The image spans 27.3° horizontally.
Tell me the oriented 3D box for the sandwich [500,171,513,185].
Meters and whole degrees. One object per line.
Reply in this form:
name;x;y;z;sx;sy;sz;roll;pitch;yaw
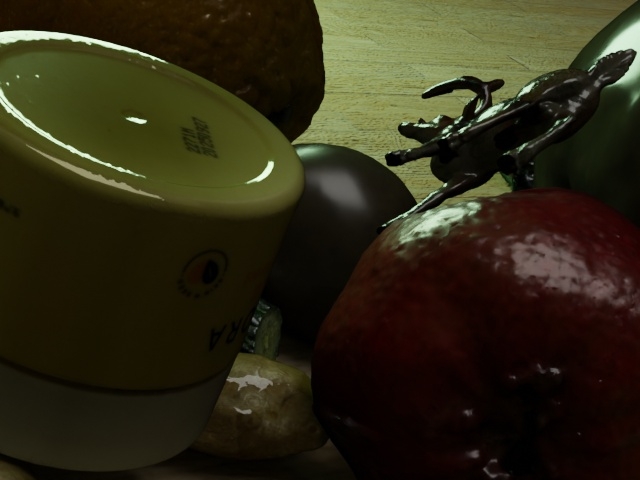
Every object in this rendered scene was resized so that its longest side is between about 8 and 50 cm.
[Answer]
sandwich;0.247;-0.084;1.577;0.029;0.067;0.135;-21;26;-18

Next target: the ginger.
ginger;-0.219;0.093;0.898;0.348;0.122;0.363;27;32;29

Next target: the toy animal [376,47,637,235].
toy animal;0.140;-0.083;1.078;0.244;0.087;0.260;-12;14;40

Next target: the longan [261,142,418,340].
longan;0.000;0.000;1.139;0.189;0.189;0.189;12;24;-6

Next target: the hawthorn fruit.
hawthorn fruit;0.138;0.084;0.937;0.265;0.265;0.307;17;11;3

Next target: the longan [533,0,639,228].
longan;0.391;-0.039;1.131;0.404;0.404;0.435;9;40;-13

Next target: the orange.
orange;-0.163;-0.211;1.322;0.357;0.322;0.322;32;29;20

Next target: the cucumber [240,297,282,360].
cucumber;-0.134;0.043;1.084;0.265;0.077;0.077;25;26;26

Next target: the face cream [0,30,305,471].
face cream;-0.139;0.000;0.793;0.218;0.179;0.218;19;24;-9

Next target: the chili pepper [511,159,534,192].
chili pepper;0.325;0.000;1.411;0.265;0.116;0.148;22;14;14
